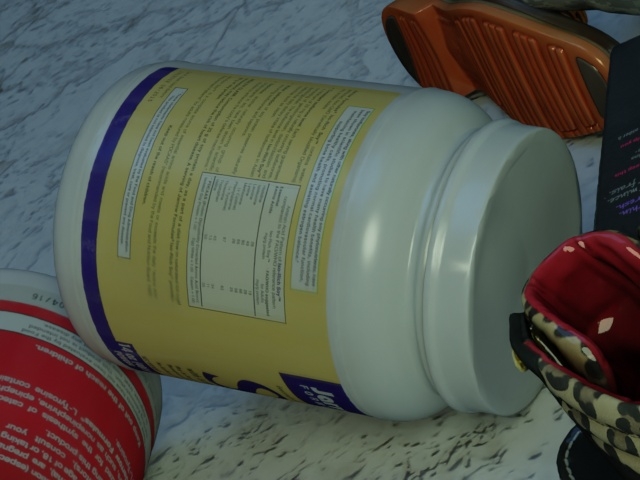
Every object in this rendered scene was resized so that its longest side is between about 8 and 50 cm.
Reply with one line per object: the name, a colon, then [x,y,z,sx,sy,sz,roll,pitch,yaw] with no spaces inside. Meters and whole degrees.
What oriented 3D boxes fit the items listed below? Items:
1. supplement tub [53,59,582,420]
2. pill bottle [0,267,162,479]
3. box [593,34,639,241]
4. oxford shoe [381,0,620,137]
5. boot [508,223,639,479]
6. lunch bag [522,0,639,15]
supplement tub: [0.000,0.000,1.432,0.331,0.241,0.241,9,47,28]
pill bottle: [-0.263,0.224,1.446,0.229,0.229,0.407,-23,29,23]
box: [0.293,-0.038,1.335,0.165,0.143,0.270,-23,30,27]
oxford shoe: [0.185,-0.187,1.728,0.133,0.130,0.364,-33,27,-14]
boot: [0.198,0.110,1.042,0.138,0.284,0.377,-37,28,-4]
lunch bag: [0.315,-0.279,1.575,0.305,0.212,0.256,7,46,26]
